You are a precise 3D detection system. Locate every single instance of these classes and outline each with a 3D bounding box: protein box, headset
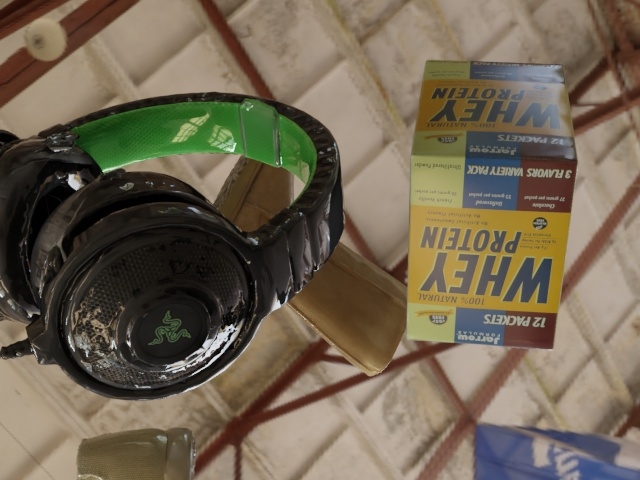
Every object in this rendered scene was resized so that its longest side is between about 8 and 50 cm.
[{"bbox_3d":[0.156,-0.038,0.892,0.201,0.136,0.200,-75,-15,-56],"label":"protein box"},{"bbox_3d":[-0.156,-0.010,0.579,0.394,0.243,0.185,-40,-44,-37],"label":"headset"}]

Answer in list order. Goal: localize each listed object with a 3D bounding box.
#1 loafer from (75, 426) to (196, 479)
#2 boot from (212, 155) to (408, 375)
[{"bbox_3d":[-0.175,0.237,0.736,0.092,0.102,0.268,19,-62,-13],"label":"loafer"},{"bbox_3d":[0.000,0.000,1.156,0.269,0.089,0.236,35,-121,-14],"label":"boot"}]
